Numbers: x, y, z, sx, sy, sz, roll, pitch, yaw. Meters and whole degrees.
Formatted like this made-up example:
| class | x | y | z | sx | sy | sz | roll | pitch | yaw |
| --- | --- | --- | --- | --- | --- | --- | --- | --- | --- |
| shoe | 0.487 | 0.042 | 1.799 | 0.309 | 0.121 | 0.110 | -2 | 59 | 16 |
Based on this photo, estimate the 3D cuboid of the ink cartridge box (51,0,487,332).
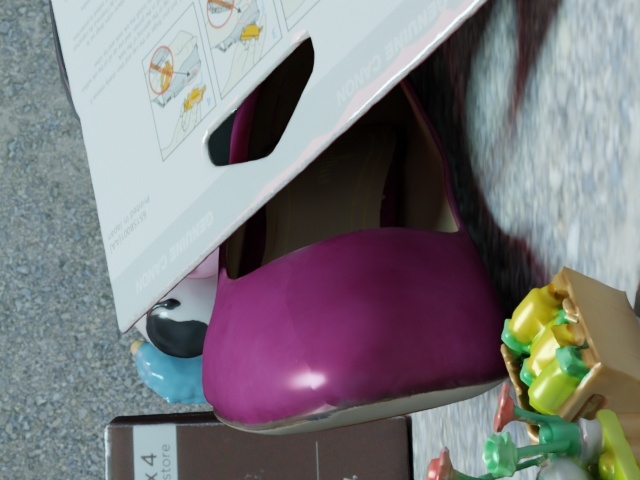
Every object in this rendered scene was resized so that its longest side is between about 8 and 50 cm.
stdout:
| class | x | y | z | sx | sy | sz | roll | pitch | yaw |
| --- | --- | --- | --- | --- | --- | --- | --- | --- | --- |
| ink cartridge box | -0.022 | -0.124 | 0.696 | 0.275 | 0.060 | 0.239 | -40 | 57 | 44 |

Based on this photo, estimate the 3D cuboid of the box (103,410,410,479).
| class | x | y | z | sx | sy | sz | roll | pitch | yaw |
| --- | --- | --- | --- | --- | --- | --- | --- | --- | --- |
| box | -0.042 | 0.185 | 0.972 | 0.203 | 0.167 | 0.169 | 147 | 122 | -82 |

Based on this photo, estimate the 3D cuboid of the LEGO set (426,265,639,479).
| class | x | y | z | sx | sy | sz | roll | pitch | yaw |
| --- | --- | --- | --- | --- | --- | --- | --- | --- | --- |
| LEGO set | 0.053 | 0.126 | 0.389 | 0.132 | 0.107 | 0.287 | 103 | 164 | -65 |

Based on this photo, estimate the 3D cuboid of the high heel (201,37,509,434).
| class | x | y | z | sx | sy | sz | roll | pitch | yaw |
| --- | --- | --- | --- | --- | --- | --- | --- | --- | --- |
| high heel | -0.001 | -0.031 | 0.704 | 0.377 | 0.127 | 0.181 | -124 | 24 | -83 |

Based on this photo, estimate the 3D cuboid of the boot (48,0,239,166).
| class | x | y | z | sx | sy | sz | roll | pitch | yaw |
| --- | --- | --- | --- | --- | --- | --- | --- | --- | --- |
| boot | -0.108 | -0.249 | 0.915 | 0.445 | 0.146 | 0.367 | 103 | 147 | -70 |

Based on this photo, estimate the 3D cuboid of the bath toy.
| class | x | y | z | sx | sy | sz | roll | pitch | yaw |
| --- | --- | --- | --- | --- | --- | --- | --- | --- | --- |
| bath toy | -0.078 | 0.013 | 1.455 | 0.129 | 0.151 | 0.348 | 40 | 144 | 26 |
